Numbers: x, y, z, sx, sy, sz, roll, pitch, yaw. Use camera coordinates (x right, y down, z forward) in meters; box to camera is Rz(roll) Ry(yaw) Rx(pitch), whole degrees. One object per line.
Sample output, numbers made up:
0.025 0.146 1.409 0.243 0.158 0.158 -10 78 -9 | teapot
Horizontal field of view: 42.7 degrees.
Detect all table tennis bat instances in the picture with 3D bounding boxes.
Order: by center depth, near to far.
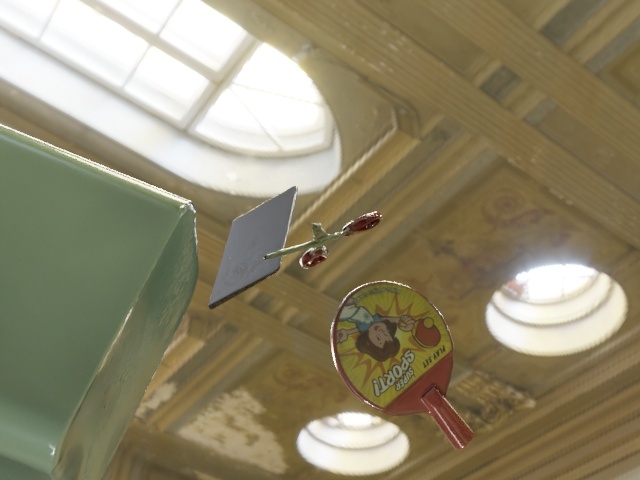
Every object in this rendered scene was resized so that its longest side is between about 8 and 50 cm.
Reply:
0.142 0.207 1.335 0.200 0.310 0.038 -38 -179 -17 | table tennis bat

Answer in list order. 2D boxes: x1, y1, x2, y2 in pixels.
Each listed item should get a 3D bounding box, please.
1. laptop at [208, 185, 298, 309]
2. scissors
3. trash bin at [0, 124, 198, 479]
-0.092 0.008 1.179 0.135 0.016 0.197 -28 -149 28 | laptop
0.000 0.000 1.138 0.144 0.017 0.247 -35 169 16 | scissors
-0.280 0.020 0.559 0.158 0.343 0.223 97 14 -57 | trash bin
